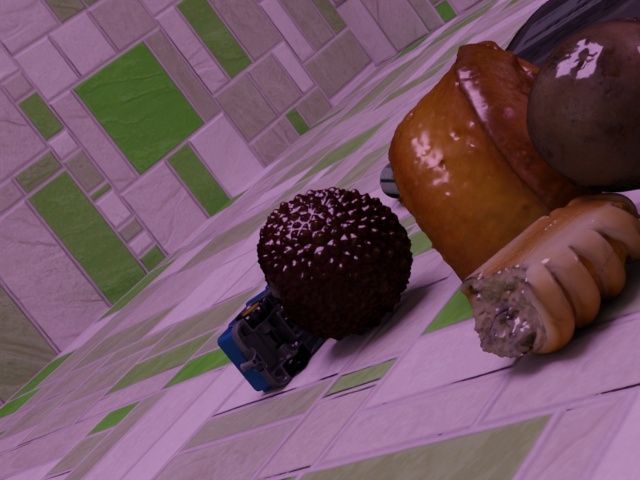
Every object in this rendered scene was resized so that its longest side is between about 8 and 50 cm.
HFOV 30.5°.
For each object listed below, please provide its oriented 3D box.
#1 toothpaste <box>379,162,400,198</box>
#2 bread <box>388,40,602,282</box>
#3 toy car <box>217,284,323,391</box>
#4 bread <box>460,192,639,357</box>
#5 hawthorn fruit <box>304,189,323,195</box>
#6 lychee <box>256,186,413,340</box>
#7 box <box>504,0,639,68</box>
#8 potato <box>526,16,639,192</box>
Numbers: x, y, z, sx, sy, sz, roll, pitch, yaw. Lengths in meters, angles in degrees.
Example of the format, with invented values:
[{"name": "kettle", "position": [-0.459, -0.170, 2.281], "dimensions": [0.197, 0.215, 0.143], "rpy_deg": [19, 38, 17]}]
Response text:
[{"name": "toothpaste", "position": [0.166, -0.091, 1.753], "dimensions": [0.098, 0.061, 0.392], "rpy_deg": [-39, 13, -12]}, {"name": "bread", "position": [0.175, -0.099, 1.260], "dimensions": [0.194, 0.179, 0.340], "rpy_deg": [-46, 12, 25]}, {"name": "toy car", "position": [-0.053, 0.108, 1.483], "dimensions": [0.100, 0.097, 0.191], "rpy_deg": [-27, 14, 48]}, {"name": "bread", "position": [0.204, 0.029, 1.001], "dimensions": [0.177, 0.084, 0.119], "rpy_deg": [-40, 12, -19]}, {"name": "hawthorn fruit", "position": [0.000, 0.000, 1.702], "dimensions": [0.138, 0.133, 0.133], "rpy_deg": [-54, 13, -10]}, {"name": "lychee", "position": [0.019, 0.021, 1.383], "dimensions": [0.188, 0.188, 0.188], "rpy_deg": [-36, 10, 7]}, {"name": "box", "position": [0.359, -0.273, 1.518], "dimensions": [0.367, 0.090, 0.373], "rpy_deg": [-32, 15, 42]}, {"name": "potato", "position": [0.281, -0.117, 1.052], "dimensions": [0.262, 0.165, 0.165], "rpy_deg": [1, -18, -40]}]
